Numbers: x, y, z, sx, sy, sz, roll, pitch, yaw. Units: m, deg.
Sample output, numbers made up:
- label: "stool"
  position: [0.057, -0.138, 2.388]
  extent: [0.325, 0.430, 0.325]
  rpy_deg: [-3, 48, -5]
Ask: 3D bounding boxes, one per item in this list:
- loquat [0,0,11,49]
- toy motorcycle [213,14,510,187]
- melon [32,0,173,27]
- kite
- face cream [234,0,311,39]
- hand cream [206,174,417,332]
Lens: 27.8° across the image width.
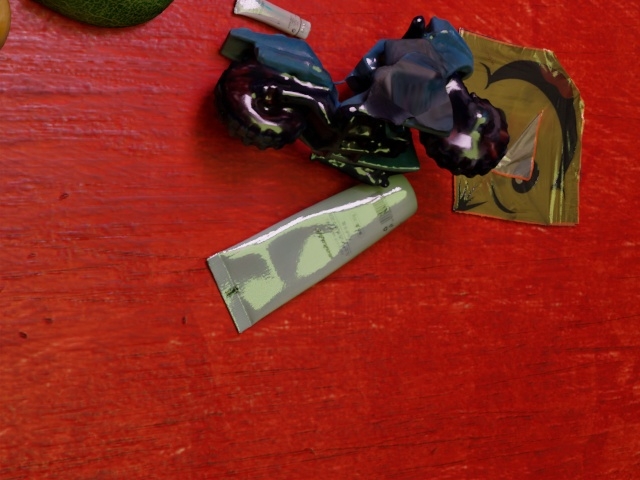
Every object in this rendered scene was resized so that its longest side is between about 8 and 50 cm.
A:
- label: "loquat"
  position: [-0.412, -0.250, 1.405]
  extent: [0.163, 0.163, 0.137]
  rpy_deg: [4, 110, -34]
- label: "toy motorcycle"
  position: [0.057, -0.205, 1.721]
  extent: [0.416, 0.172, 0.232]
  rpy_deg: [5, 63, -19]
- label: "melon"
  position: [-0.208, -0.367, 1.560]
  extent: [0.169, 0.129, 0.265]
  rpy_deg: [36, 69, -32]
- label: "kite"
  position: [0.294, -0.153, 1.969]
  extent: [0.327, 0.013, 0.377]
  rpy_deg: [-49, 115, -24]
- label: "face cream"
  position: [-0.064, -0.299, 1.719]
  extent: [0.115, 0.020, 0.038]
  rpy_deg: [20, 79, -32]
- label: "hand cream"
  position: [0.000, 0.000, 1.742]
  extent: [0.320, 0.067, 0.109]
  rpy_deg: [-31, 107, -26]
